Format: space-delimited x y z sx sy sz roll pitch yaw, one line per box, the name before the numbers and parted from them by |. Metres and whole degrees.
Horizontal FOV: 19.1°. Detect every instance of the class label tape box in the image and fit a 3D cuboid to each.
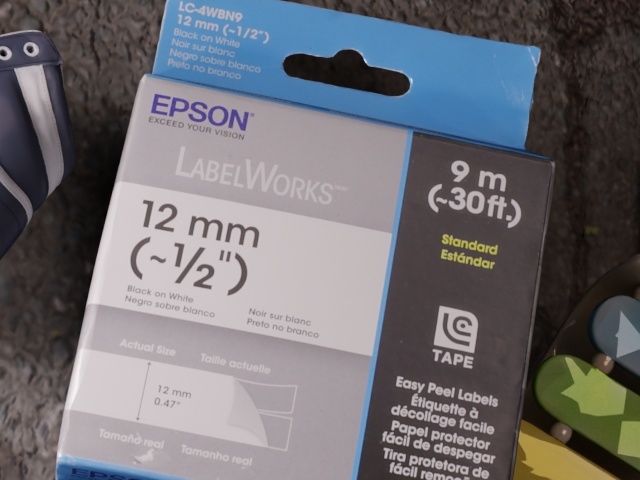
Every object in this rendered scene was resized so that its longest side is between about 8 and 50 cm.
label tape box | 0.000 0.000 1.118 0.249 0.115 0.347 11 71 -3

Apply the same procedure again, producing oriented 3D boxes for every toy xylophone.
toy xylophone | 0.133 0.152 1.181 0.236 0.081 0.322 24 83 -7

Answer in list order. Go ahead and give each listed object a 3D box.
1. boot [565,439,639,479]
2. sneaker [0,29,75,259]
boot | 0.253 0.065 1.355 0.264 0.096 0.280 16 64 -22
sneaker | -0.248 -0.106 1.035 0.153 0.099 0.282 -46 112 -29
